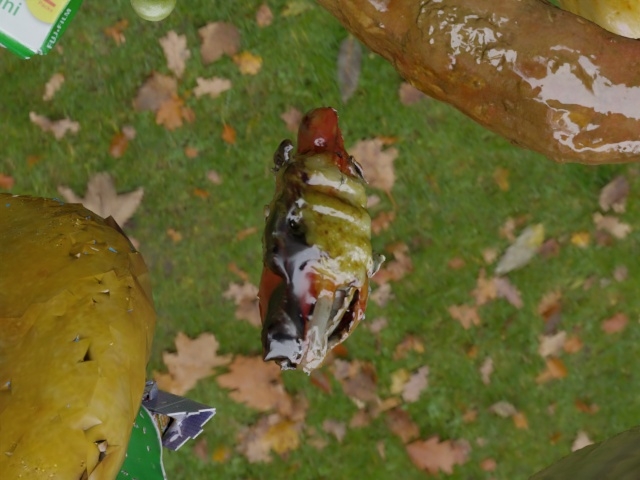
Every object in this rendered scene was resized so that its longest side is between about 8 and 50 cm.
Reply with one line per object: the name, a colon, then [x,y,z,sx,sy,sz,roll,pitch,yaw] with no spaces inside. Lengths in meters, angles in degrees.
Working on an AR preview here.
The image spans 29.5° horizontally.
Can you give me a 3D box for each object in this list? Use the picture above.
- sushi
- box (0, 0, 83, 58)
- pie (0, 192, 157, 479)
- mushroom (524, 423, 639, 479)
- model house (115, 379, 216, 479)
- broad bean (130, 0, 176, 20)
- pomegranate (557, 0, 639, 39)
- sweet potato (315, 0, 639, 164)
sushi: [0.000,0.001,0.978,0.097,0.226,0.103,7,163,-6]
box: [-0.279,-0.314,1.132,0.180,0.103,0.250,30,95,-33]
pie: [-0.187,0.061,0.469,0.273,0.273,0.069,-19,129,-4]
mushroom: [0.171,0.205,0.572,0.292,0.212,0.217,50,59,-8]
model house: [-0.183,0.155,1.132,0.088,0.167,0.117,-42,133,-44]
broad bean: [-0.225,-0.327,1.619,0.063,0.083,0.045,-6,146,-24]
pomegranate: [0.463,-0.340,1.431,0.410,0.410,0.410,-9,128,-12]
sweet potato: [0.123,-0.116,0.774,0.354,0.095,0.106,21,97,12]
